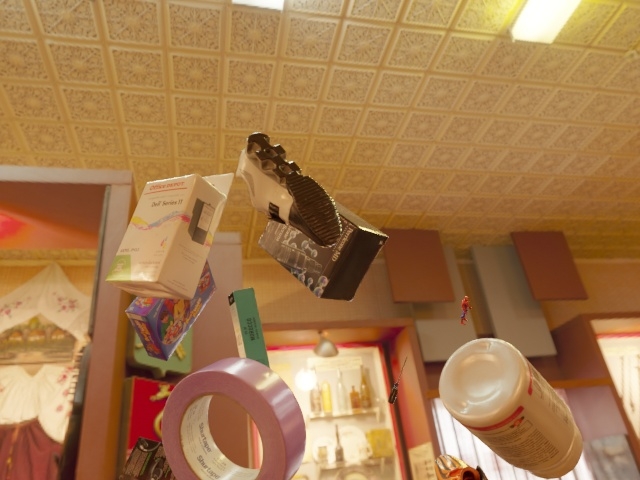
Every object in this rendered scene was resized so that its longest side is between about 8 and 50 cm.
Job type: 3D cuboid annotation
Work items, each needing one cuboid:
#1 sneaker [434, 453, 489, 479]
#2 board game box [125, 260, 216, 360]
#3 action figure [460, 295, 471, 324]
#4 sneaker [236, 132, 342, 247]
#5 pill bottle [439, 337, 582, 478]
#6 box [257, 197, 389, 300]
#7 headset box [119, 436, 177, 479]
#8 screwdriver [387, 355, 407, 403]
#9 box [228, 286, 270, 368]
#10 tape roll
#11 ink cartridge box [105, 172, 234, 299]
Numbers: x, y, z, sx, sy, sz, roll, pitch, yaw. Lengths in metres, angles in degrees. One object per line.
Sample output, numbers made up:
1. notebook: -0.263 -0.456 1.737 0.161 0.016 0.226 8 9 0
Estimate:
1. sneaker: 0.424 0.693 1.415 0.125 0.321 0.180 -28 -68 -13
2. board game box: -0.498 0.201 1.691 0.078 0.347 0.233 10 -47 18
3. action figure: 0.499 0.237 1.684 0.030 0.038 0.115 19 -49 38
4. sneaker: -0.082 -0.094 1.177 0.122 0.330 0.146 -21 -23 -47
5. pill bottle: 0.355 0.315 0.894 0.160 0.160 0.283 -27 -56 31
6. box: 0.000 0.000 1.859 0.212 0.395 0.293 14 -71 -52
7. headset box: -0.422 0.739 1.524 0.283 0.131 0.246 5 -38 19
8. screwdriver: 0.257 0.456 1.604 0.024 0.170 0.025 8 -40 31
9. box: -0.196 0.258 1.345 0.060 0.244 0.100 -9 -12 -21
10. tape roll: -0.168 0.370 0.938 0.275 0.274 0.090 -22 -6 24
11. ink cartridge box: -0.366 -0.039 1.217 0.207 0.353 0.119 -3 -28 34
